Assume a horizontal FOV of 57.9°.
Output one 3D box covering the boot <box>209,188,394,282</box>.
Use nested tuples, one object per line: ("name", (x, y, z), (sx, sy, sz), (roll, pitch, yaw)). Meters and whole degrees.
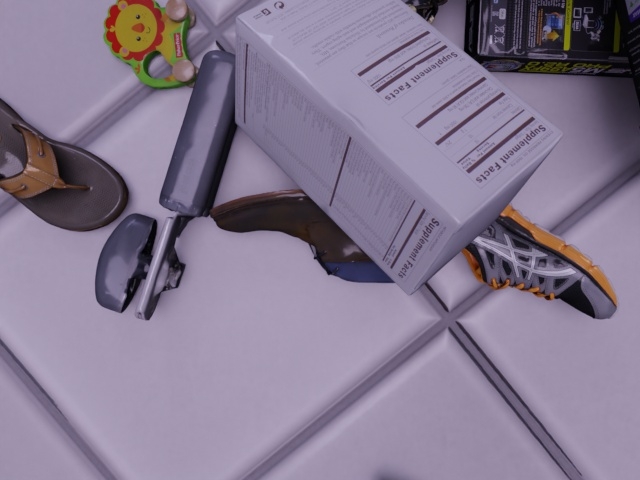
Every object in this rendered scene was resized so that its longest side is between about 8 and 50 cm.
("boot", (0.000, 0.000, 0.590), (0.219, 0.082, 0.106), (-5, 90, -2))

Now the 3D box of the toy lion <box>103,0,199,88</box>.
("toy lion", (-0.178, -0.208, 0.606), (0.096, 0.034, 0.100), (-6, 93, 6))

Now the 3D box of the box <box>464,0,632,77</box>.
("box", (0.265, -0.310, 0.592), (0.216, 0.060, 0.270), (2, 93, -1))

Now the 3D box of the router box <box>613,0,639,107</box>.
("router box", (0.421, -0.197, 0.479), (0.309, 0.081, 0.242), (-15, 92, 1))

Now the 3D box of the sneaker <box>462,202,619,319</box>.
("sneaker", (0.202, 0.020, 0.597), (0.215, 0.084, 0.083), (35, 91, 9))

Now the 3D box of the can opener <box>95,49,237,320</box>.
("can opener", (-0.156, -0.057, 0.589), (0.095, 0.076, 0.283), (17, 91, -2))

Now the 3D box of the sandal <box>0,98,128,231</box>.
("sandal", (-0.303, -0.085, 0.592), (0.219, 0.060, 0.090), (39, 92, -2))

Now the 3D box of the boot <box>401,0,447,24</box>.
("boot", (0.131, -0.248, 0.532), (0.236, 0.085, 0.178), (42, 112, 29))

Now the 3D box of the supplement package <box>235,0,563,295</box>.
("supplement package", (0.053, -0.099, 0.508), (0.134, 0.139, 0.244), (-38, 74, -24))
